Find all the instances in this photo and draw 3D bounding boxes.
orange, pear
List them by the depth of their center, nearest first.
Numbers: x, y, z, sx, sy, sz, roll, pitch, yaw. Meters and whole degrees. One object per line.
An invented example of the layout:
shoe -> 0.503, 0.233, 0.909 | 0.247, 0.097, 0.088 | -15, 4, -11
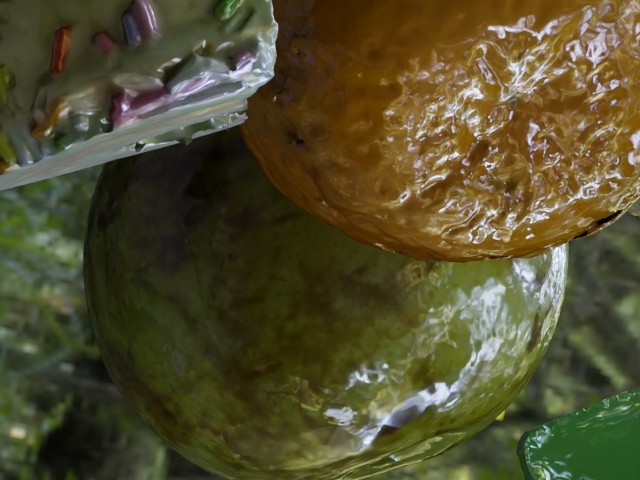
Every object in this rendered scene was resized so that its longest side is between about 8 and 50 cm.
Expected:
orange -> 0.060, -0.094, 0.773 | 0.193, 0.219, 0.219 | -73, -178, -53
pear -> 0.000, 0.000, 0.994 | 0.283, 0.284, 0.283 | -168, -90, -81

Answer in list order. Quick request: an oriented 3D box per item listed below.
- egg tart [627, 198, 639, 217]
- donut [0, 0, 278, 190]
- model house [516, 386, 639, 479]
egg tart -> 0.301, -0.129, 1.122 | 0.319, 0.128, 0.319 | -40, 152, -27
donut -> -0.074, -0.056, 0.569 | 0.166, 0.108, 0.065 | 180, -106, -83
model house -> 0.253, 0.272, 1.408 | 0.323, 0.340, 0.300 | -33, -103, 58
